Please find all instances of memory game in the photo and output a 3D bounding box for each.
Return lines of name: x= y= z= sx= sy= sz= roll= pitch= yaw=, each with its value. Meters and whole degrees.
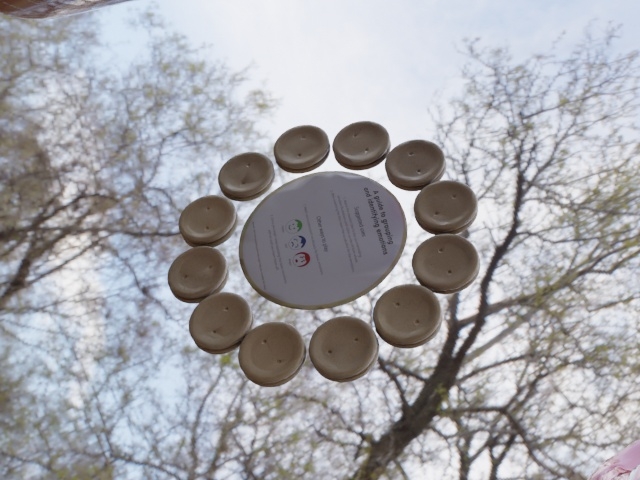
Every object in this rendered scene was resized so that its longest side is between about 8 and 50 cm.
memory game: x=0.000 y=0.000 z=0.472 sx=0.186 sy=0.186 sz=0.012 roll=33 pitch=-22 yaw=33

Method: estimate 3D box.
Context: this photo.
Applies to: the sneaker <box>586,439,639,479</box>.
sneaker: x=0.322 y=0.285 z=0.832 sx=0.136 sy=0.314 sz=0.116 roll=-40 pitch=-105 yaw=23

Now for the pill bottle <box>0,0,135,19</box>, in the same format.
pill bottle: x=-0.090 y=-0.158 z=0.334 sx=0.216 sy=0.121 sz=0.121 roll=14 pitch=-67 yaw=52
